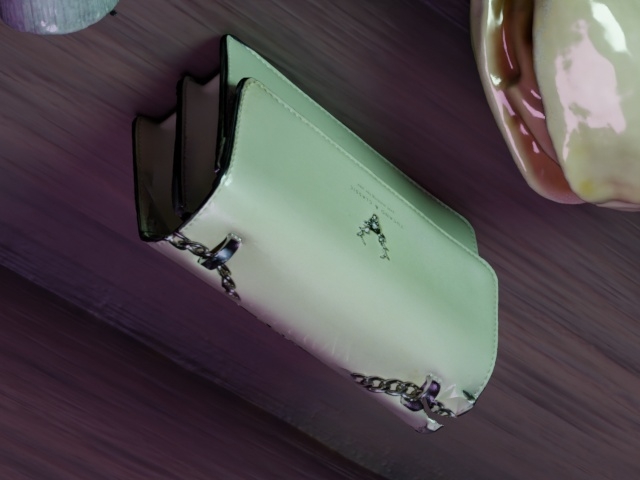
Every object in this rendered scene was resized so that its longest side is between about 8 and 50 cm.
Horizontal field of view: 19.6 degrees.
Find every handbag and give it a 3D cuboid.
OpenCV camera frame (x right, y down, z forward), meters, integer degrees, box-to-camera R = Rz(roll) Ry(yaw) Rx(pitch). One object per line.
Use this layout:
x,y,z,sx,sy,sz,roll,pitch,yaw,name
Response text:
0.000,0.000,1.736,0.160,0.237,0.358,-38,123,26,handbag

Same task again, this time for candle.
-0.215,-0.252,1.575,0.168,0.192,0.068,28,136,30,candle

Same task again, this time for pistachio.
0.251,-0.150,1.675,0.193,0.214,0.318,7,136,45,pistachio
